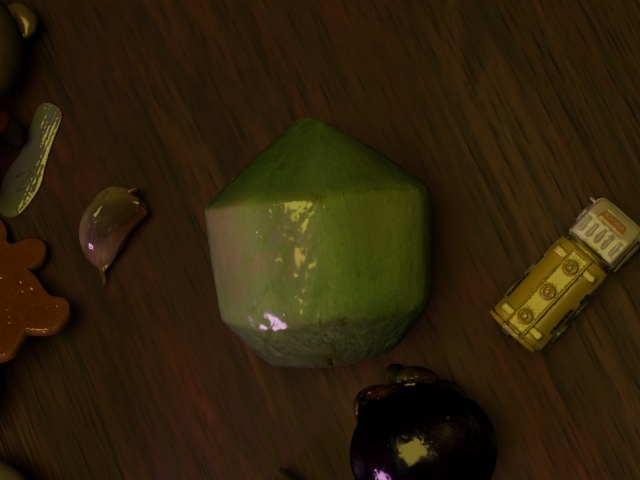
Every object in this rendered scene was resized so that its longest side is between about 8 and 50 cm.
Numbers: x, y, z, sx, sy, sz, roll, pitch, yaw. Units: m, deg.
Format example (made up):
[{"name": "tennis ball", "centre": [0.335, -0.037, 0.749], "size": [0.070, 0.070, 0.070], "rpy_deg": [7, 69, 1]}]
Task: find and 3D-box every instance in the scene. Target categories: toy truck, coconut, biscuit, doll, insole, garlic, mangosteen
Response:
[{"name": "toy truck", "centre": [0.328, 0.047, 1.614], "size": [0.098, 0.114, 0.227], "rpy_deg": [43, 94, 13]}, {"name": "coconut", "centre": [0.000, 0.000, 1.609], "size": [0.328, 0.281, 0.328], "rpy_deg": [1, 96, 9]}, {"name": "biscuit", "centre": [-0.474, 0.060, 1.811], "size": [0.165, 0.036, 0.250], "rpy_deg": [-28, 63, -18]}, {"name": "doll", "centre": [-0.548, -0.223, 1.798], "size": [0.235, 0.174, 0.330], "rpy_deg": [6, 71, -8]}, {"name": "insole", "centre": [-0.442, -0.121, 1.863], "size": [0.064, 0.004, 0.188], "rpy_deg": [22, 90, 13]}, {"name": "garlic", "centre": [-0.315, -0.019, 1.792], "size": [0.084, 0.066, 0.152], "rpy_deg": [35, 91, 12]}, {"name": "mangosteen", "centre": [0.131, 0.253, 1.616], "size": [0.194, 0.194, 0.230], "rpy_deg": [-14, 56, 11]}]

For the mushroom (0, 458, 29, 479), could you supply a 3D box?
[{"name": "mushroom", "centre": [-0.513, 0.424, 1.714], "size": [0.243, 0.243, 0.243], "rpy_deg": [-1, 84, 13]}]

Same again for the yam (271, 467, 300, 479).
[{"name": "yam", "centre": [0.030, 0.406, 1.675], "size": [0.253, 0.061, 0.061], "rpy_deg": [35, 93, 13]}]
